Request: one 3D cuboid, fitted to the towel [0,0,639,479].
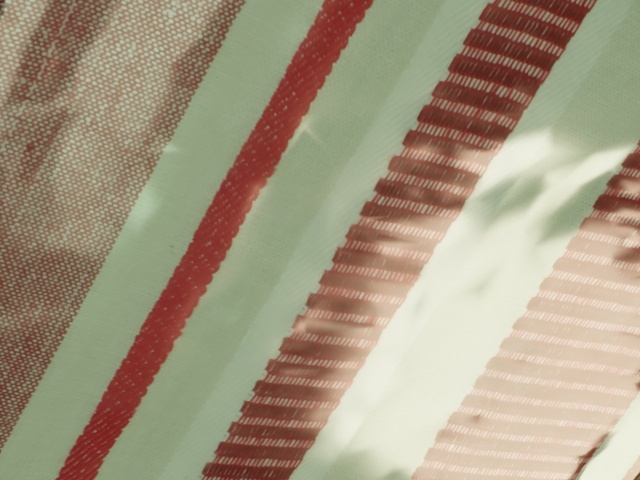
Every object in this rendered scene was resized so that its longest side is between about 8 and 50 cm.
[{"bbox_3d":[0.020,0.007,0.446,0.329,0.037,0.237,14,117,-39],"label":"towel"}]
